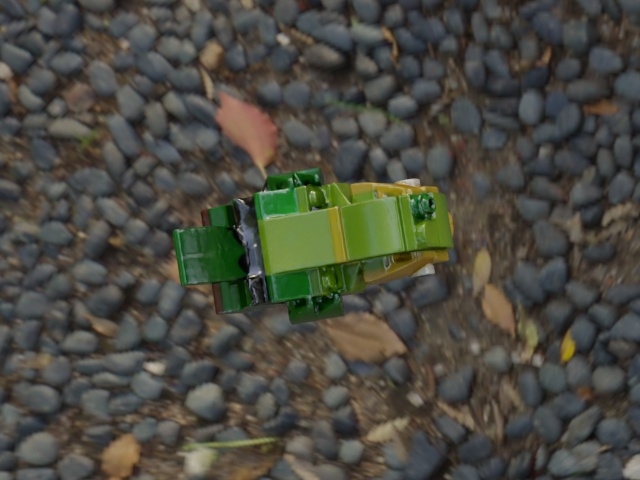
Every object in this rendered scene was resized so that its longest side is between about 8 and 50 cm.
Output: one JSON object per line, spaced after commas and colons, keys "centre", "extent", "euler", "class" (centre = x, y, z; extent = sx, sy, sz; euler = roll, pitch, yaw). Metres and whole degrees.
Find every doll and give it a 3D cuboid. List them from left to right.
{"centre": [0.001, 0.001, 1.075], "extent": [0.186, 0.134, 0.106], "euler": [-9, 83, 3], "class": "doll"}
